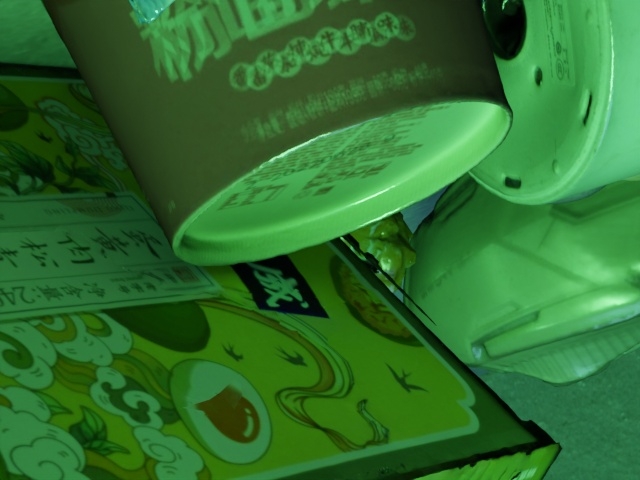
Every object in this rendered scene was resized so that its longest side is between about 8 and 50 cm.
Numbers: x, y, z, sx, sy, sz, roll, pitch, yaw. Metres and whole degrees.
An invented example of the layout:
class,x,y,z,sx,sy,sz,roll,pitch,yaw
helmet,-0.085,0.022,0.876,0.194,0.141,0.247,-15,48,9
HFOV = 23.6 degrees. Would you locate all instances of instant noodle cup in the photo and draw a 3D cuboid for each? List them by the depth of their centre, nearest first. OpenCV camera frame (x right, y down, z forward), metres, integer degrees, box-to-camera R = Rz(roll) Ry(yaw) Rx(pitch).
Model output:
class,x,y,z,sx,sy,sz,roll,pitch,yaw
instant noodle cup,-0.019,-0.105,0.762,0.234,0.178,0.235,-21,166,-6

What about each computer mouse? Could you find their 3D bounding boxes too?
class,x,y,z,sx,sy,sz,roll,pitch,yaw
computer mouse,0.258,-0.021,1.358,0.429,0.228,0.145,-24,160,16

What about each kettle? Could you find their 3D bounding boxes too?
class,x,y,z,sx,sy,sz,roll,pitch,yaw
kettle,0.216,-0.145,0.897,0.318,0.205,0.265,-17,163,-24

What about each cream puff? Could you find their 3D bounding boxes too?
class,x,y,z,sx,sy,sz,roll,pitch,yaw
cream puff,0.000,-0.001,1.290,0.156,0.121,0.156,-36,-157,18

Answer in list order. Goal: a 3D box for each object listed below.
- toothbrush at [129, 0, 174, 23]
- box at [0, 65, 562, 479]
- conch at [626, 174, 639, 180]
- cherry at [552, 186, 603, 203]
class,x,y,z,sx,sy,sz,roll,pitch,yaw
toothbrush,0.088,-0.218,0.658,0.418,0.040,0.042,-33,-172,-5
box,-0.141,0.055,0.778,0.420,0.373,0.138,-2,127,-50
conch,0.158,-0.125,1.065,0.255,0.158,0.127,9,119,-37
cherry,0.183,-0.101,1.224,0.148,0.115,0.188,17,160,9
